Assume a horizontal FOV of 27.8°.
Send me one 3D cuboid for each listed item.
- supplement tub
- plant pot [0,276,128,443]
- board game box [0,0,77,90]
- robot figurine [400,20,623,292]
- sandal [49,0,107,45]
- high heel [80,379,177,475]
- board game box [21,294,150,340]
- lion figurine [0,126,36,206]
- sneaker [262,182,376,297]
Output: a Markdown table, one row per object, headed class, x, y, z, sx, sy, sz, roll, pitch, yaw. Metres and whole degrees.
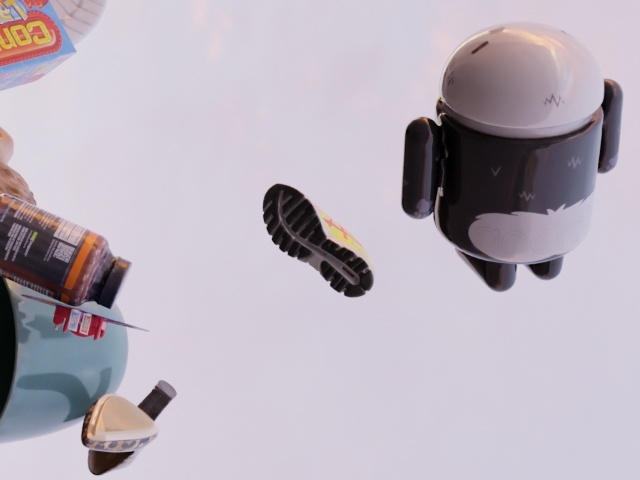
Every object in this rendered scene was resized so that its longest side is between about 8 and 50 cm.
| class | x | y | z | sx | sy | sz | roll | pitch | yaw |
| --- | --- | --- | --- | --- | --- | --- | --- | --- | --- |
| supplement tub | -0.353 | 0.022 | 1.713 | 0.106 | 0.198 | 0.106 | -155 | -90 | -85 |
| plant pot | -0.433 | 0.162 | 1.938 | 0.293 | 0.235 | 0.293 | -5 | -97 | 45 |
| board game box | -0.480 | -0.312 | 1.535 | 0.086 | 0.308 | 0.302 | -27 | -87 | 34 |
| robot figurine | 0.200 | -0.089 | 1.337 | 0.174 | 0.209 | 0.278 | 15 | -54 | 24 |
| sandal | -0.449 | -0.472 | 2.275 | 0.102 | 0.169 | 0.416 | -27 | -144 | 48 |
| high heel | -0.314 | 0.304 | 1.862 | 0.186 | 0.093 | 0.261 | -49 | 172 | 16 |
| board game box | -0.305 | 0.107 | 1.650 | 0.133 | 0.169 | 0.033 | 8 | -101 | 41 |
| lion figurine | -0.595 | -0.137 | 2.244 | 0.142 | 0.240 | 0.392 | -59 | -156 | 31 |
| sneaker | 0.000 | 0.000 | 1.853 | 0.081 | 0.208 | 0.094 | -45 | 172 | 16 |
